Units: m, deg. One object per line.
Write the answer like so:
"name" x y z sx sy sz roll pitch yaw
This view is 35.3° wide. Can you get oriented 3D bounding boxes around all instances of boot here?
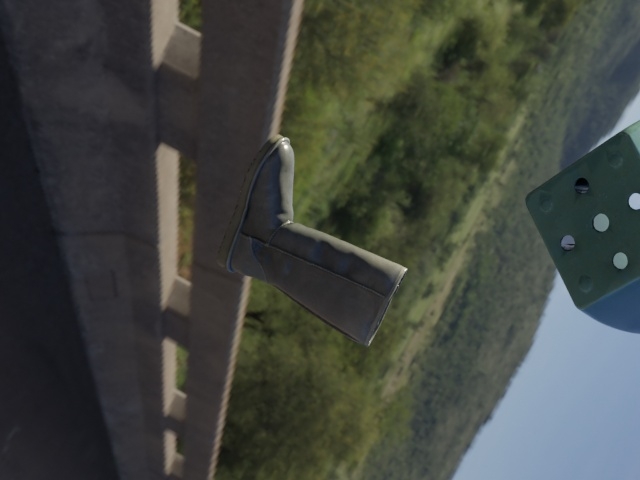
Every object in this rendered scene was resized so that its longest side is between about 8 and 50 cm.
"boot" 0.001 -0.001 1.161 0.076 0.209 0.189 -16 128 -66

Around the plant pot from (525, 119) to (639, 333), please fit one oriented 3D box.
"plant pot" 0.292 -0.018 0.845 0.234 0.165 0.166 -3 154 -44
